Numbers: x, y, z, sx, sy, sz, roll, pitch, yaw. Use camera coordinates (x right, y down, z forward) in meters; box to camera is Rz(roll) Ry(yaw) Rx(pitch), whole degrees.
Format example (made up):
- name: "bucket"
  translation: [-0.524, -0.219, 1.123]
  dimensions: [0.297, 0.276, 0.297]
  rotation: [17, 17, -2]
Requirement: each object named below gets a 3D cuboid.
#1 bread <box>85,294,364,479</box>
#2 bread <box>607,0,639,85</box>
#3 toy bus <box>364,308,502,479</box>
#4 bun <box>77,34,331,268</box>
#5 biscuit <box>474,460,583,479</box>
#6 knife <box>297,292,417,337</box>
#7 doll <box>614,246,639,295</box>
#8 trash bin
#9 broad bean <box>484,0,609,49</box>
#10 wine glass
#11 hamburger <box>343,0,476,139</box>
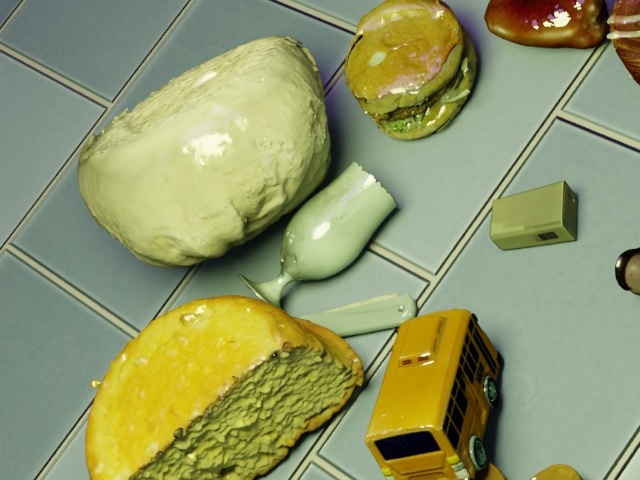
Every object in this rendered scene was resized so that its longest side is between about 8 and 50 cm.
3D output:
- name: "bread"
  translation: [-0.137, 0.178, 1.838]
  dimensions: [0.340, 0.194, 0.179]
  rotation: [-40, 54, 9]
- name: "bread"
  translation: [0.413, -0.241, 1.836]
  dimensions: [0.160, 0.073, 0.160]
  rotation: [-18, 49, 23]
- name: "toy bus"
  translation: [0.120, 0.166, 1.703]
  dimensions: [0.098, 0.114, 0.201]
  rotation: [-14, 33, 27]
- name: "bun"
  translation: [-0.124, -0.095, 1.973]
  dimensions: [0.359, 0.211, 0.360]
  rotation: [-30, 15, 9]
- name: "biscuit"
  translation: [0.213, 0.320, 1.619]
  dimensions: [0.197, 0.049, 0.301]
  rotation: [-47, 48, -14]
- name: "knife"
  translation: [0.040, 0.091, 1.897]
  dimensions: [0.162, 0.023, 0.044]
  rotation: [-12, 57, 26]
- name: "doll"
  translation: [0.420, 0.044, 1.615]
  dimensions: [0.257, 0.117, 0.182]
  rotation: [22, 77, 41]
- name: "trash bin"
  translation: [0.243, -0.026, 1.830]
  dimensions: [0.092, 0.043, 0.061]
  rotation: [-12, 55, 31]
- name: "broad bean"
  translation: [0.272, -0.275, 1.941]
  dimensions: [0.165, 0.084, 0.114]
  rotation: [5, 27, 34]
- name: "wine glass"
  translation: [0.000, 0.000, 1.936]
  dimensions: [0.202, 0.093, 0.093]
  rotation: [-48, 47, -1]
- name: "hamburger"
  translation: [0.117, -0.209, 1.992]
  dimensions: [0.185, 0.113, 0.177]
  rotation: [29, 74, 34]
